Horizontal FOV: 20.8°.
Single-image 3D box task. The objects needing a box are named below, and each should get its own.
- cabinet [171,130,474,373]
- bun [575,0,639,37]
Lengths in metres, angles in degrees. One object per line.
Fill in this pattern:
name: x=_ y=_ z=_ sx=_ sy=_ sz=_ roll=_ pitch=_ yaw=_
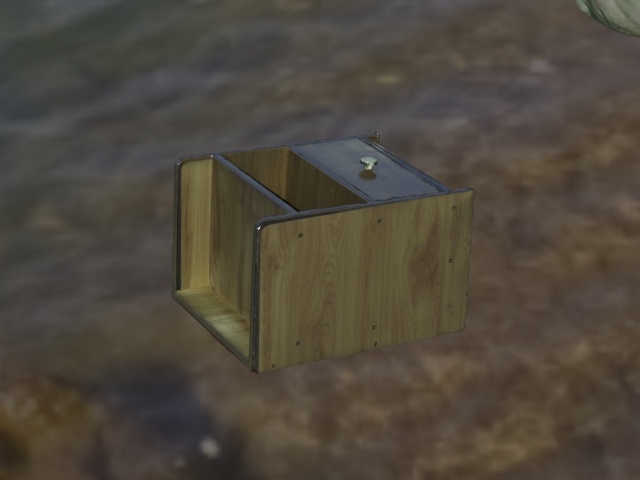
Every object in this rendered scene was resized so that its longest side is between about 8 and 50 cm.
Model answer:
cabinet: x=0.000 y=0.000 z=1.565 sx=0.215 sy=0.148 sz=0.175 roll=-9 pitch=25 yaw=-27
bun: x=0.321 y=-0.350 z=1.760 sx=0.179 sy=0.283 sz=0.283 roll=15 pitch=23 yaw=-29
